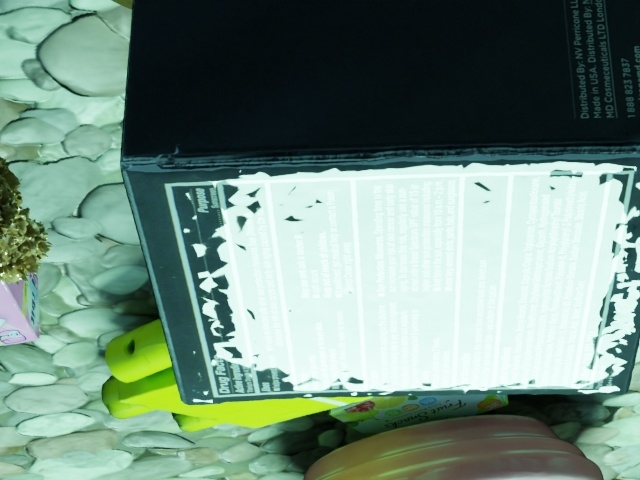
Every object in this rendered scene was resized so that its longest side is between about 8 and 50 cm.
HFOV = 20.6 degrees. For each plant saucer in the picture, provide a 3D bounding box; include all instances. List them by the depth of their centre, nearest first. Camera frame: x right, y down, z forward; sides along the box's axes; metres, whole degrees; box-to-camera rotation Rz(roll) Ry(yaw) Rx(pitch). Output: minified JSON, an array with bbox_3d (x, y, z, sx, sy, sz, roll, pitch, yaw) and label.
[{"bbox_3d":[0.115,0.250,1.756,0.332,0.084,0.332,-9,160,-3],"label":"plant saucer"}]

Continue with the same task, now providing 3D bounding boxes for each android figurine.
[{"bbox_3d":[-0.060,0.114,1.542,0.248,0.056,0.273,16,152,-41],"label":"android figurine"}]

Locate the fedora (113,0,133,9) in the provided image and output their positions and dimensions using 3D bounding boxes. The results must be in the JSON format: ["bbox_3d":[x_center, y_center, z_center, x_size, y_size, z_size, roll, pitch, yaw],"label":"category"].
[{"bbox_3d":[-0.062,-0.205,1.037,0.194,0.079,0.194,-6,150,-3],"label":"fedora"}]

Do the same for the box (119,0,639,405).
[{"bbox_3d":[0.046,-0.043,1.062,0.294,0.182,0.296,-2,149,1],"label":"box"}]

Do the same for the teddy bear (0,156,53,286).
[{"bbox_3d":[-0.364,0.011,1.287,0.245,0.113,0.338,40,115,-16],"label":"teddy bear"}]

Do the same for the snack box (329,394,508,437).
[{"bbox_3d":[0.092,0.145,1.668,0.141,0.037,0.100,-22,146,27],"label":"snack box"}]

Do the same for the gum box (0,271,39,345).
[{"bbox_3d":[-0.332,0.043,1.415,0.188,0.062,0.107,-8,148,4],"label":"gum box"}]
